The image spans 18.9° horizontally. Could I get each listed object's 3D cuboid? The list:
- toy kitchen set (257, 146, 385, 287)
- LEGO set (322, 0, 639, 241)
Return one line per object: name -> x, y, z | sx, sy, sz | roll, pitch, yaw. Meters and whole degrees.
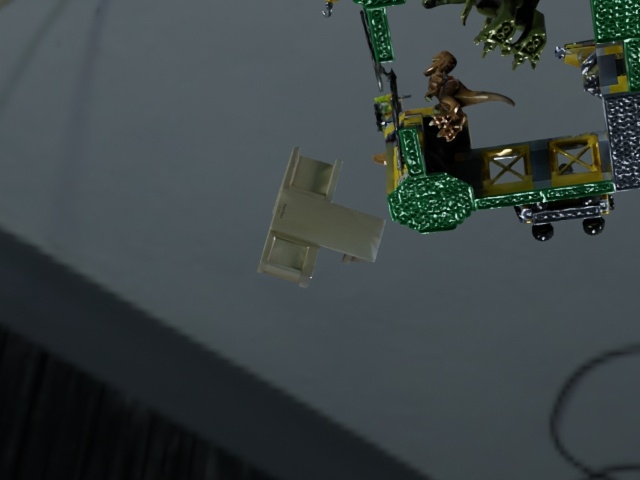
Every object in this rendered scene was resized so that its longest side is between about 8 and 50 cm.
toy kitchen set -> 0.000, 0.000, 1.223 | 0.068, 0.083, 0.075 | 17, 155, -3
LEGO set -> 0.126, -0.173, 1.284 | 0.255, 0.192, 0.331 | -12, 138, 14
